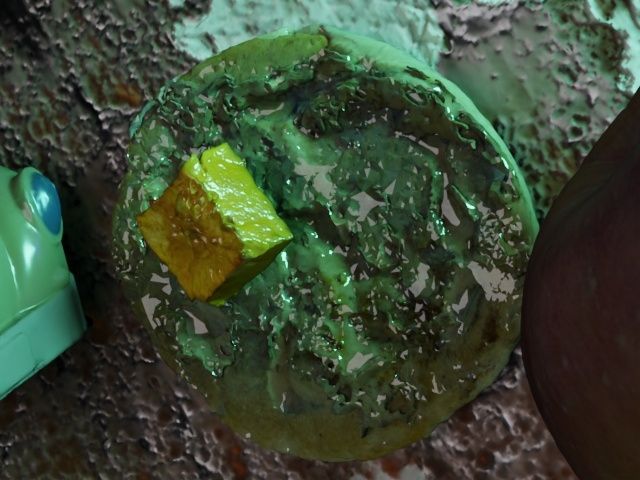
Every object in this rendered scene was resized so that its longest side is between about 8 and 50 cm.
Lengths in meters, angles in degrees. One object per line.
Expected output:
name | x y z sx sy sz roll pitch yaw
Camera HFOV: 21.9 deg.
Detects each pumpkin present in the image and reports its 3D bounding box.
pumpkin | -0.061 -0.007 0.965 0.074 0.054 0.083 55 135 7

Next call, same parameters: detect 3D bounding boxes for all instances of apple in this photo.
apple | 0.233 0.013 0.758 0.235 0.306 0.305 35 108 2

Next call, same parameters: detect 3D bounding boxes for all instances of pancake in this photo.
pancake | -0.001 0.000 0.988 0.283 0.049 0.282 2 95 26

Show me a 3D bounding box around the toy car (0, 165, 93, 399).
toy car | -0.346 0.022 1.026 0.336 0.242 0.226 -8 107 28
